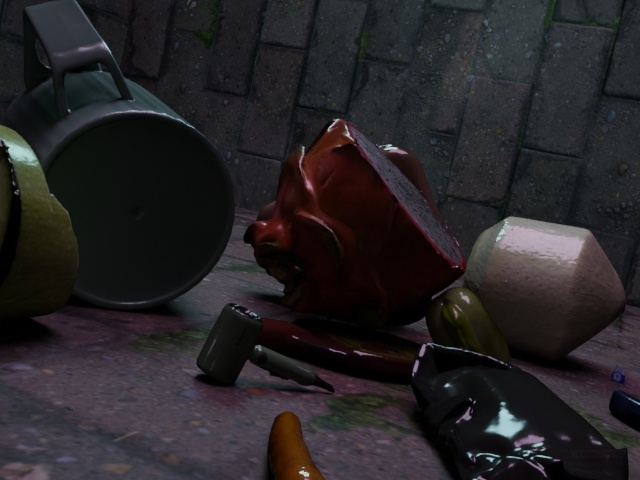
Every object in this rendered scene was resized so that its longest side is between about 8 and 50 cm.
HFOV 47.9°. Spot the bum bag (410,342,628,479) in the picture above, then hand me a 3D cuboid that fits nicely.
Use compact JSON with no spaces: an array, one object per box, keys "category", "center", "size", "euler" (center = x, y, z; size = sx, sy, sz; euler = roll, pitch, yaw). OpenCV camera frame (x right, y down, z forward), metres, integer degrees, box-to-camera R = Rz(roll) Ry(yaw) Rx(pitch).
[{"category":"bum bag","center":[0.171,0.171,0.676],"size":[0.142,0.080,0.326],"euler":[5,9,-6]}]

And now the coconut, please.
[{"category":"coconut","center":[0.388,0.086,1.252],"size":[0.266,0.237,0.237],"euler":[10,3,26]}]

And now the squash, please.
[{"category":"squash","center":[-0.339,-0.022,0.733],"size":[0.220,0.220,0.133],"euler":[15,9,30]}]

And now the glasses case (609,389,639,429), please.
[{"category":"glasses case","center":[0.396,0.217,0.918],"size":[0.023,0.033,0.083],"euler":[0,8,-15]}]

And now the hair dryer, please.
[{"category":"hair dryer","center":[-0.046,0.126,0.742],"size":[0.150,0.071,0.047],"euler":[27,2,-16]}]

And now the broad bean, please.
[{"category":"broad bean","center":[0.206,0.127,0.976],"size":[0.174,0.082,0.124],"euler":[33,30,-46]}]

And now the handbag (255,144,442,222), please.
[{"category":"handbag","center":[0.067,0.008,1.231],"size":[0.302,0.283,0.149],"euler":[-26,1,4]}]

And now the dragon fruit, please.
[{"category":"dragon fruit","center":[0.039,-0.002,1.027],"size":[0.305,0.226,0.305],"euler":[46,13,-14]}]

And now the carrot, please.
[{"category":"carrot","center":[-0.022,0.158,0.538],"size":[0.037,0.037,0.190],"euler":[12,4,-9]}]

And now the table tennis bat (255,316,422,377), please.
[{"category":"table tennis bat","center":[0.022,0.135,0.932],"size":[0.310,0.038,0.200],"euler":[13,2,-30]}]

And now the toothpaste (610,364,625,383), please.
[{"category":"toothpaste","center":[0.499,0.225,1.210],"size":[0.024,0.015,0.083],"euler":[16,11,22]}]

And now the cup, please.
[{"category":"cup","center":[-0.335,-0.112,1.042],"size":[0.401,0.310,0.392],"euler":[47,-9,-29]}]
